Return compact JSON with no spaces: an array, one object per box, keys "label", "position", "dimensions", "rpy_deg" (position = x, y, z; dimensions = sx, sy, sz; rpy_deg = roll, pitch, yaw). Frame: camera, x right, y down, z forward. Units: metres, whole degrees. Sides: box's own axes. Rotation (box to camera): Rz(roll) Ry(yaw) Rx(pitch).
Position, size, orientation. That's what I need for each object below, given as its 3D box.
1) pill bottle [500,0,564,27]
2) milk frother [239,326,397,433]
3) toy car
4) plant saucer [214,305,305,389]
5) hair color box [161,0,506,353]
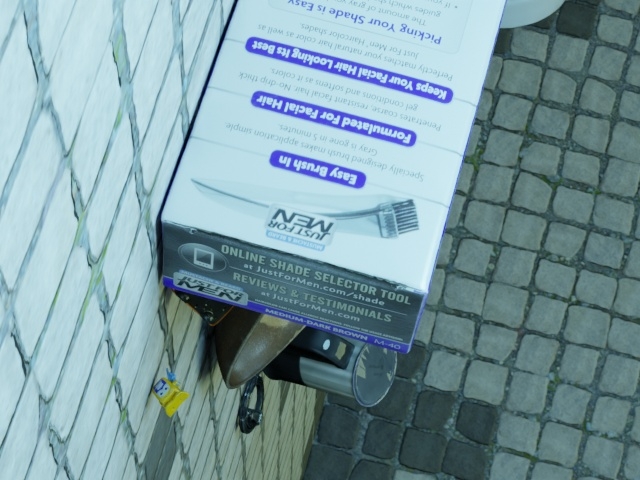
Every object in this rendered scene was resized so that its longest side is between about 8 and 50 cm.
[{"label":"pill bottle","position":[0.204,-0.434,2.052],"dimensions":[0.408,0.229,0.229],"rpy_deg":[90,14,-50]},{"label":"milk frother","position":[-0.011,0.158,2.117],"dimensions":[0.129,0.134,0.143],"rpy_deg":[9,94,-54]},{"label":"toy car","position":[-0.107,0.064,1.393],"dimensions":[0.040,0.060,0.122],"rpy_deg":[41,-75,46]},{"label":"plant saucer","position":[0.000,0.000,1.715],"dimensions":[0.310,0.050,0.310],"rpy_deg":[-49,171,-11]},{"label":"hair color box","position":[0.022,-0.107,1.360],"dimensions":[0.110,0.185,0.339],"rpy_deg":[99,7,-61]}]
